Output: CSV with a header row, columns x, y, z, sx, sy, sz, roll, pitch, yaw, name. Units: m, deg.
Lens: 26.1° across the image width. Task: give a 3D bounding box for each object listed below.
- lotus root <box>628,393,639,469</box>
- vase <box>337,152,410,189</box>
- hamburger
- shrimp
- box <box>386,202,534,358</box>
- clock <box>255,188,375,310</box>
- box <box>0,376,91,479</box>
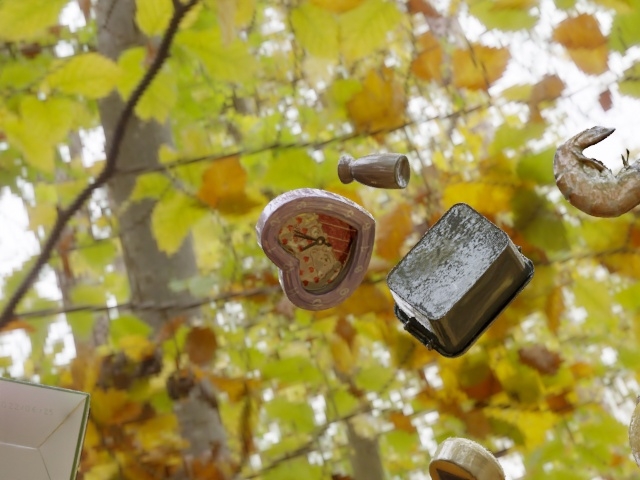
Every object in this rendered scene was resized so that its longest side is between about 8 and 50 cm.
x,y,z,sx,sy,sz,roll,pitch,yaw,name
0.509,0.282,1.898,0.146,0.303,0.131,-15,-76,0,lotus root
0.077,-0.102,2.026,0.101,0.053,0.053,3,-27,30,vase
0.247,0.386,2.290,0.126,0.081,0.141,-7,-61,49,hamburger
0.511,-0.139,2.222,0.296,0.169,0.058,-24,-27,-12,shrimp
0.116,0.031,1.180,0.122,0.084,0.069,-47,-30,-8,box
0.000,0.000,2.083,0.172,0.064,0.198,-29,-61,-3,clock
-0.430,0.288,1.910,0.195,0.177,0.148,11,-16,-7,box
